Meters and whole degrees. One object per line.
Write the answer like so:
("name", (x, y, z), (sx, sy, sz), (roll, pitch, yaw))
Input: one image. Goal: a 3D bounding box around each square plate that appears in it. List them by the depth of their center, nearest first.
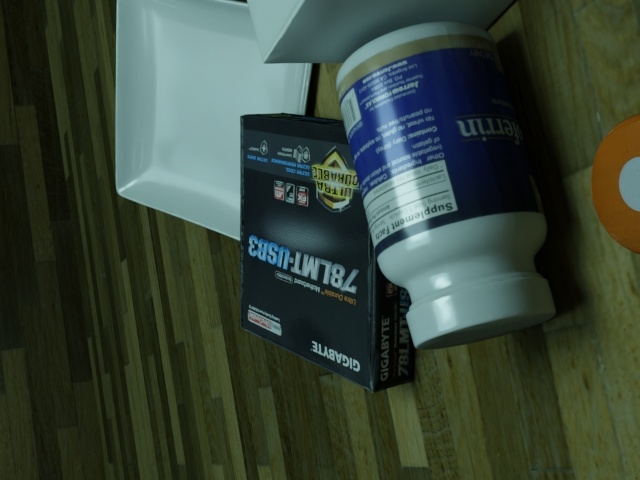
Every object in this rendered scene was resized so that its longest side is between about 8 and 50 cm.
("square plate", (-0.157, -0.183, 1.299), (0.347, 0.049, 0.344), (20, 118, 28))

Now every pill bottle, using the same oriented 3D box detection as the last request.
("pill bottle", (0.113, -0.045, 0.803), (0.153, 0.153, 0.265), (-37, 62, 60))

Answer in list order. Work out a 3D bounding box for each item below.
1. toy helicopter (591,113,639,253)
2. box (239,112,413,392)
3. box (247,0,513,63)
("toy helicopter", (0.301, -0.094, 0.432), (0.235, 0.140, 0.355), (51, 137, 45))
("box", (0.000, 0.000, 1.099), (0.295, 0.073, 0.293), (18, 110, 53))
("box", (0.031, -0.355, 0.836), (0.168, 0.215, 0.345), (-44, 56, 59))
